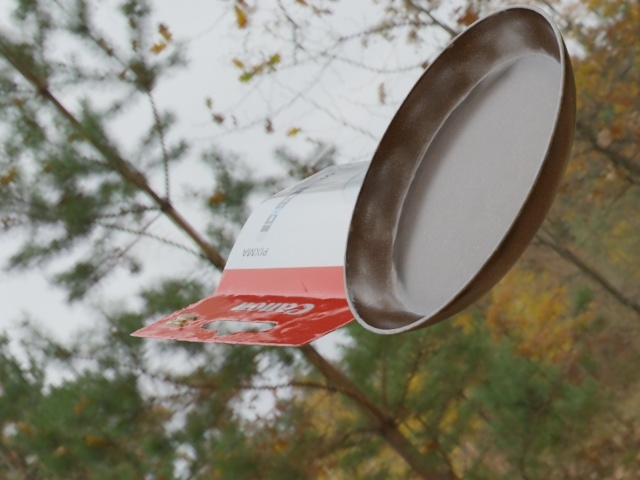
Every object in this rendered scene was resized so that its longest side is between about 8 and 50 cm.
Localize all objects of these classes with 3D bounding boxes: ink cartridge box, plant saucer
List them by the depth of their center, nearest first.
[{"bbox_3d":[0.122,-0.055,0.947,0.310,0.050,0.310,-49,25,33],"label":"plant saucer"},{"bbox_3d":[0.000,0.000,1.247,0.385,0.091,0.308,-28,17,-39],"label":"ink cartridge box"}]
